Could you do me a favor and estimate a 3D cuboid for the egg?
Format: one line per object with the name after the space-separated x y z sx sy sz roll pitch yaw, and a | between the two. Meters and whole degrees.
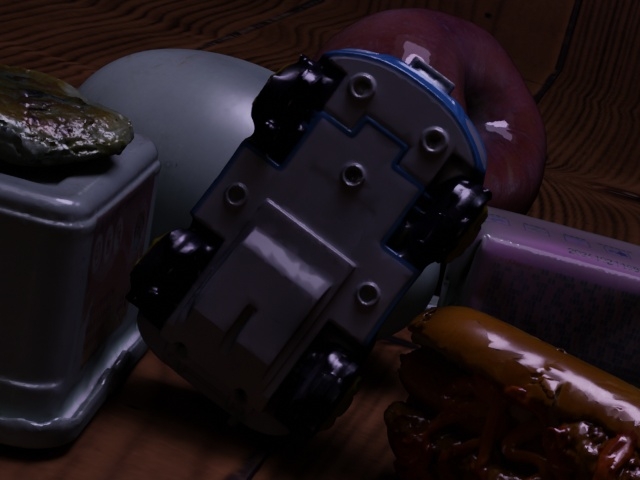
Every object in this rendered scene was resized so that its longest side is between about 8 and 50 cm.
-0.066 -0.033 1.573 0.371 0.230 0.230 29 19 11 | egg

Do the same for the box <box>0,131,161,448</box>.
-0.223 0.015 1.354 0.175 0.183 0.312 15 16 4 | box

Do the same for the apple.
0.095 -0.105 1.882 0.235 0.306 0.305 -20 -7 35 | apple

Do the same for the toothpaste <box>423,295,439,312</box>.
0.172 0.084 1.749 0.197 0.029 0.048 17 16 18 | toothpaste

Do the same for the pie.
-0.231 -0.097 1.318 0.186 0.041 0.187 13 14 -3 | pie

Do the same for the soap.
0.194 0.085 1.488 0.199 0.182 0.138 15 16 -2 | soap

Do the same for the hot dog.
0.184 0.174 1.250 0.348 0.158 0.117 29 39 30 | hot dog

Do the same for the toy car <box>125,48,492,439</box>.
0.000 0.000 1.373 0.198 0.314 0.166 36 3 7 | toy car
